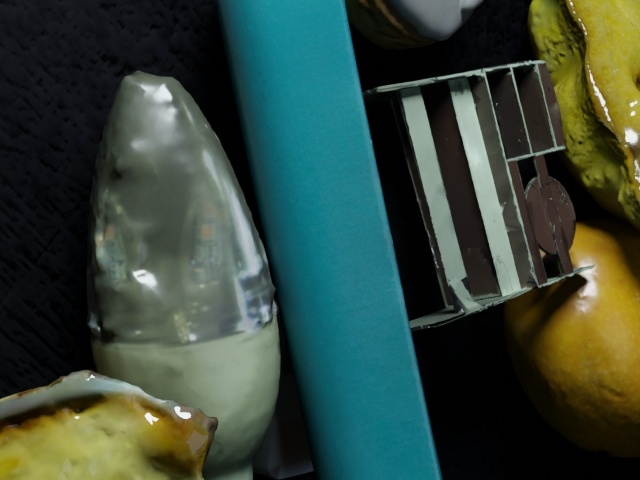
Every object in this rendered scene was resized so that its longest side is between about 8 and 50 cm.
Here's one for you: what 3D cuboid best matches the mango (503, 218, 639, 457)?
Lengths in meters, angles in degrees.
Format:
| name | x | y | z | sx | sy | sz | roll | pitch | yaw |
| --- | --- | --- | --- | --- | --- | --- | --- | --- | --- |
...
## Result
| name | x | y | z | sx | sy | sz | roll | pitch | yaw |
| --- | --- | --- | --- | --- | --- | --- | --- | --- | --- |
| mango | 0.240 | 0.082 | 1.036 | 0.295 | 0.120 | 0.177 | 30 | 67 | -46 |

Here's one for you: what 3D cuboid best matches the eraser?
| name | x | y | z | sx | sy | sz | roll | pitch | yaw |
| --- | --- | --- | --- | --- | --- | --- | --- | --- | --- |
| eraser | -0.016 | 0.089 | 0.832 | 0.065 | 0.026 | 0.105 | -5 | 99 | -48 |

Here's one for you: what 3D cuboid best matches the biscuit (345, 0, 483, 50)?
| name | x | y | z | sx | sy | sz | roll | pitch | yaw |
| --- | --- | --- | --- | --- | --- | --- | --- | --- | --- |
| biscuit | 0.057 | -0.205 | 0.805 | 0.208 | 0.049 | 0.181 | -43 | 125 | -58 |

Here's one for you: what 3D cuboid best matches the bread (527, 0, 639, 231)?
| name | x | y | z | sx | sy | sz | roll | pitch | yaw |
| --- | --- | --- | --- | --- | --- | --- | --- | --- | --- |
| bread | 0.219 | -0.094 | 0.965 | 0.161 | 0.088 | 0.233 | 3 | 61 | -39 |

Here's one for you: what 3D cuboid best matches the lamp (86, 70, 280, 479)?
| name | x | y | z | sx | sy | sz | roll | pitch | yaw |
| --- | --- | --- | --- | --- | --- | --- | --- | --- | --- |
| lamp | -0.072 | 0.036 | 0.714 | 0.101 | 0.101 | 0.250 | -14 | 102 | -44 |

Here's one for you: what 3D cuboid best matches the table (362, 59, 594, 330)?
| name | x | y | z | sx | sy | sz | roll | pitch | yaw |
| --- | --- | --- | --- | --- | --- | --- | --- | --- | --- |
| table | 0.090 | -0.031 | 0.869 | 0.175 | 0.062 | 0.146 | -15 | 91 | -48 |

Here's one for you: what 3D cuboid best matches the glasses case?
| name | x | y | z | sx | sy | sz | roll | pitch | yaw |
| --- | --- | --- | --- | --- | --- | --- | --- | --- | --- |
| glasses case | -0.001 | 0.000 | 0.752 | 0.070 | 0.117 | 0.301 | -14 | 98 | -7 |

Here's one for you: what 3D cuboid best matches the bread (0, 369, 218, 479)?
| name | x | y | z | sx | sy | sz | roll | pitch | yaw |
| --- | --- | --- | --- | --- | --- | --- | --- | --- | --- |
| bread | -0.149 | 0.172 | 0.627 | 0.252 | 0.133 | 0.174 | -24 | 85 | -12 |
